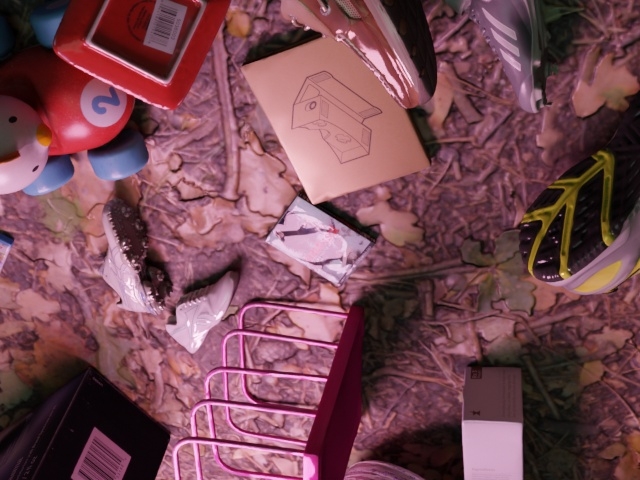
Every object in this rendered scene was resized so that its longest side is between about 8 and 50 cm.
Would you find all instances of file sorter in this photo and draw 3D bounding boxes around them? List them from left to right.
[{"bbox_3d":[-0.058,0.239,1.390,0.182,0.291,0.202,6,123,10],"label":"file sorter"}]

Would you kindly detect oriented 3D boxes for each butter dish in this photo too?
[{"bbox_3d":[-0.207,-0.248,1.212,0.159,0.118,0.160,25,91,-24],"label":"butter dish"}]

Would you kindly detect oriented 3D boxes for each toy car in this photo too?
[{"bbox_3d":[-0.338,-0.128,1.236,0.210,0.238,0.219,-9,121,16],"label":"toy car"}]

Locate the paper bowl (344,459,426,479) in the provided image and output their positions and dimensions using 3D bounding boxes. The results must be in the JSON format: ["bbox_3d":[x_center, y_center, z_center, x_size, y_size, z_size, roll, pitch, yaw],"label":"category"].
[{"bbox_3d":[0.109,0.460,1.511,0.284,0.148,0.284,29,143,24],"label":"paper bowl"}]

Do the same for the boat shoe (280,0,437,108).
[{"bbox_3d":[0.014,-0.278,1.154,0.116,0.123,0.324,-26,105,28],"label":"boat shoe"}]

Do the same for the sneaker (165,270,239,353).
[{"bbox_3d":[-0.161,0.091,1.454,0.061,0.054,0.152,34,123,-8],"label":"sneaker"}]

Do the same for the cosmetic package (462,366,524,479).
[{"bbox_3d":[0.239,0.297,1.473,0.085,0.117,0.231,0,124,9],"label":"cosmetic package"}]

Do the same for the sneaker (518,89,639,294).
[{"bbox_3d":[0.401,-0.081,1.211,0.147,0.145,0.384,23,127,-42],"label":"sneaker"}]

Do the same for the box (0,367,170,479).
[{"bbox_3d":[-0.409,0.390,1.546,0.294,0.296,0.183,-36,110,28],"label":"box"}]

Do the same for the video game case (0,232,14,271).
[{"bbox_3d":[-0.509,0.033,1.505,0.119,0.015,0.166,29,123,-7],"label":"video game case"}]

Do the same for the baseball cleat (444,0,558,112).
[{"bbox_3d":[0.196,-0.237,1.177,0.109,0.072,0.206,2,119,26],"label":"baseball cleat"}]

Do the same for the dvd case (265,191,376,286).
[{"bbox_3d":[0.000,0.000,1.388,0.119,0.013,0.087,32,122,-11],"label":"dvd case"}]

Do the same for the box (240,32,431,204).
[{"bbox_3d":[0.020,-0.150,1.284,0.164,0.021,0.201,-17,118,20],"label":"box"}]

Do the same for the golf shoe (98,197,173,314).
[{"bbox_3d":[-0.267,0.027,1.427,0.086,0.069,0.176,-6,120,21],"label":"golf shoe"}]
